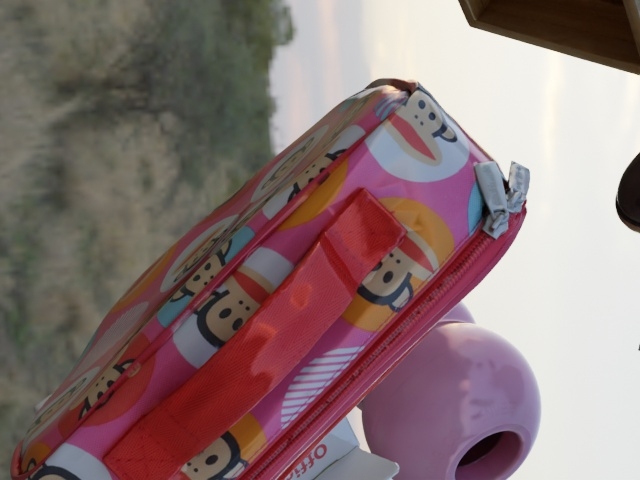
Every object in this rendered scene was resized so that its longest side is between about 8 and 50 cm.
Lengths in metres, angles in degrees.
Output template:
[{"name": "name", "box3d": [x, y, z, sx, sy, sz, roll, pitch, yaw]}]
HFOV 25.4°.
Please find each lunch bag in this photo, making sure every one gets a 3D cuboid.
[{"name": "lunch bag", "box3d": [-0.028, 0.041, 0.745, 0.120, 0.293, 0.258, 45, 0, -6]}]

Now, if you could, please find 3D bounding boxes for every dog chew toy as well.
[{"name": "dog chew toy", "box3d": [0.112, 0.144, 1.666, 0.332, 0.207, 0.206, -127, -155, -43]}]

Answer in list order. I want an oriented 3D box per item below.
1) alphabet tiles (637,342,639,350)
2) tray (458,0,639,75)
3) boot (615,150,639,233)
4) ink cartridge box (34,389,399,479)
[{"name": "alphabet tiles", "box3d": [0.397, 0.113, 1.194, 0.198, 0.237, 0.009, -161, -100, -67]}, {"name": "tray", "box3d": [0.156, -0.308, 1.116, 0.076, 0.203, 0.411, -54, 141, -17]}, {"name": "boot", "box3d": [0.253, -0.120, 0.869, 0.207, 0.248, 0.090, 38, 24, -43]}, {"name": "ink cartridge box", "box3d": [-0.110, 0.194, 1.415, 0.353, 0.207, 0.119, 15, -44, 54]}]
